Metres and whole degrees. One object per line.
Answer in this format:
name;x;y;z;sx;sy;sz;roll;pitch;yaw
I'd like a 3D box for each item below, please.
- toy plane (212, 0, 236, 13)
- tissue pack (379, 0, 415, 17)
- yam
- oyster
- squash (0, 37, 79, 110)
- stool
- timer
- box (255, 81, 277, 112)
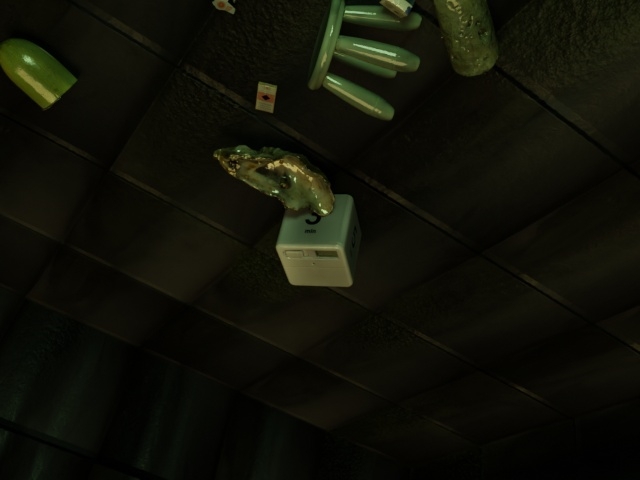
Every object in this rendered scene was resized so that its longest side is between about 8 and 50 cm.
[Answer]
toy plane;-0.175;-0.548;1.395;0.078;0.053;0.197;19;139;-23
tissue pack;0.162;-0.492;1.342;0.062;0.083;0.042;29;179;-18
yam;0.290;-0.434;1.362;0.107;0.107;0.194;-8;137;25
oyster;-0.114;-0.178;1.801;0.341;0.110;0.166;14;127;-7
squash;-0.704;-0.416;1.664;0.123;0.123;0.186;-22;127;37
stool;0.090;-0.388;1.417;0.198;0.195;0.195;13;143;-9
timer;0.000;0.000;1.930;0.192;0.195;0.194;1;140;15
box;-0.133;-0.350;1.668;0.046;0.012;0.083;14;143;-1
